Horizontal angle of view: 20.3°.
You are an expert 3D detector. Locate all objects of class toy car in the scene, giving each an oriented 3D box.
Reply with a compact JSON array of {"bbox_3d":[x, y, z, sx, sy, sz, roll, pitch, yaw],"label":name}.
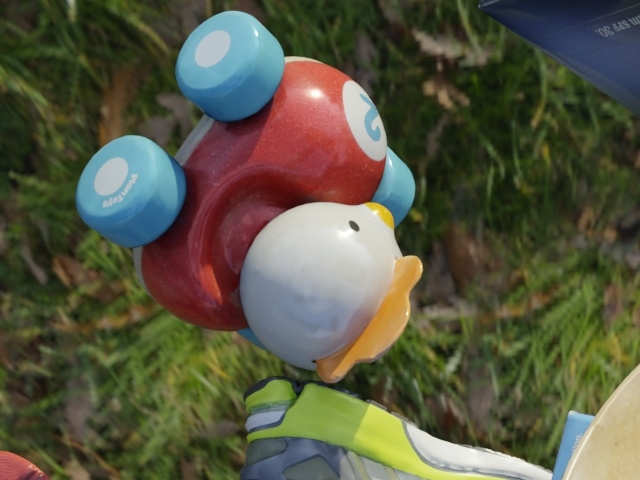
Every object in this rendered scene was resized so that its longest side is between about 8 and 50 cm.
[{"bbox_3d":[0.000,0.000,1.216,0.210,0.219,0.238,-51,46,-2],"label":"toy car"}]

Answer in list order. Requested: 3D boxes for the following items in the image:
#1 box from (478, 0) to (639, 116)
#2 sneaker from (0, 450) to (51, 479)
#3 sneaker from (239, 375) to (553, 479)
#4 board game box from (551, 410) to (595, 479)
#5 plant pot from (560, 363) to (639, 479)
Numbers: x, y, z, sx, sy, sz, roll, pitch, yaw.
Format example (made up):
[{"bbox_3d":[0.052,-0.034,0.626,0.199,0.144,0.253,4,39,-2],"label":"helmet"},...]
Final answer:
[{"bbox_3d":[0.282,-0.121,0.790,0.294,0.296,0.183,31,76,-17],"label":"box"},{"bbox_3d":[-0.180,0.256,1.296,0.087,0.128,0.221,-38,62,-9],"label":"sneaker"},{"bbox_3d":[0.070,0.201,1.244,0.299,0.111,0.121,22,68,-13],"label":"sneaker"},{"bbox_3d":[0.272,0.250,1.080,0.291,0.141,0.232,7,78,48],"label":"board game box"},{"bbox_3d":[0.176,0.077,0.467,0.236,0.032,0.236,-17,33,11],"label":"plant pot"}]
